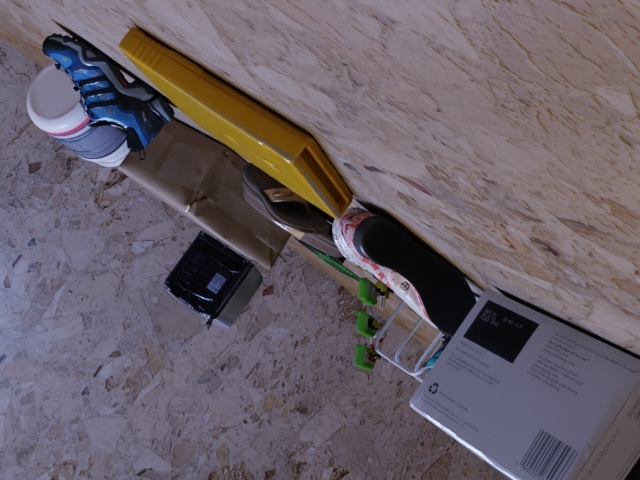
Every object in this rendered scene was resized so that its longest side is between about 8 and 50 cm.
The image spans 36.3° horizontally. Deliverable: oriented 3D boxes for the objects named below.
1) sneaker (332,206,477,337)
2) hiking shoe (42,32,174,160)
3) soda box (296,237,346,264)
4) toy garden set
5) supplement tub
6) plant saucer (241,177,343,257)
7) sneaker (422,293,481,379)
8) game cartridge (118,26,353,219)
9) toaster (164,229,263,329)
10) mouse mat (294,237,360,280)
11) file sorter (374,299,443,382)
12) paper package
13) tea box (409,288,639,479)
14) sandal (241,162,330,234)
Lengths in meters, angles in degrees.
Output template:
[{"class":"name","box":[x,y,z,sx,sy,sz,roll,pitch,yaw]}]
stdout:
[{"class":"sneaker","box":[0.132,0.043,1.555,0.270,0.090,0.145,41,175,-26]},{"class":"hiking shoe","box":[-0.444,-0.296,1.941,0.304,0.132,0.113,35,176,6]},{"class":"soda box","box":[0.000,0.000,2.315,0.060,0.053,0.169,38,174,-39]},{"class":"toy garden set","box":[0.121,0.148,2.045,0.049,0.244,0.204,1,169,14]},{"class":"supplement tub","box":[-0.569,-0.307,2.392,0.191,0.191,0.272,33,175,26]},{"class":"plant saucer","box":[-0.046,-0.043,1.968,0.278,0.041,0.278,31,-173,-4]},{"class":"sneaker","box":[0.234,0.184,1.683,0.124,0.178,0.295,37,176,-22]},{"class":"game cartridge","box":[-0.115,-0.168,1.434,0.324,0.052,0.285,36,176,19]},{"class":"toaster","box":[-0.245,0.097,2.216,0.168,0.185,0.110,31,172,25]},{"class":"mouse mat","box":[0.027,0.051,2.260,0.153,0.007,0.190,37,174,-28]},{"class":"file sorter","box":[0.277,0.233,1.953,0.278,0.173,0.193,37,176,-31]},{"class":"paper package","box":[-0.245,-0.113,2.206,0.325,0.168,0.309,30,173,45]},{"class":"tea box","box":[0.368,0.276,1.392,0.323,0.220,0.329,37,175,-32]},{"class":"sandal","box":[-0.063,-0.087,1.814,0.090,0.060,0.219,-11,-133,-42]}]
